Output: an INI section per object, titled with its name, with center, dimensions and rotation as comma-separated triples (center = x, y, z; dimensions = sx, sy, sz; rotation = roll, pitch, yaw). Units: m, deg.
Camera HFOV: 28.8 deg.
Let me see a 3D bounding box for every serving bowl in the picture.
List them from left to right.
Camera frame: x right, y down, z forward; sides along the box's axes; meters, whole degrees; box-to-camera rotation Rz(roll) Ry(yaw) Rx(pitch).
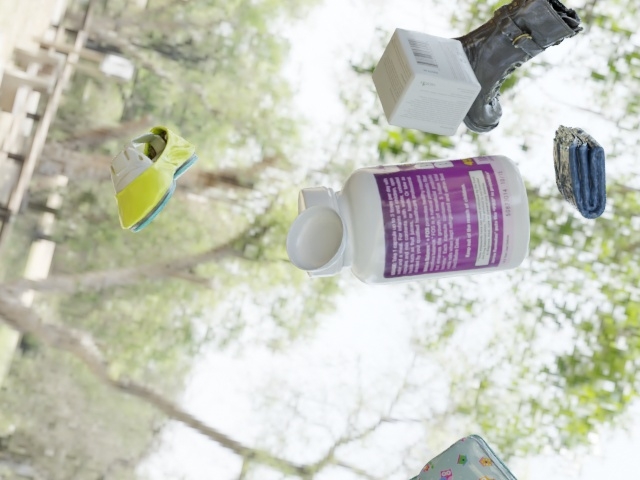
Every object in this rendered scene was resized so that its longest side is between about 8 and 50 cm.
[serving bowl]
center = 0.000, 0.000, 1.499
dimensions = 0.083, 0.027, 0.083
rotation = -13, -114, 31

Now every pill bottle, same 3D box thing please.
[pill bottle]
center = 0.125, -0.026, 1.738
dimensions = 0.169, 0.301, 0.169
rotation = 174, -90, -82

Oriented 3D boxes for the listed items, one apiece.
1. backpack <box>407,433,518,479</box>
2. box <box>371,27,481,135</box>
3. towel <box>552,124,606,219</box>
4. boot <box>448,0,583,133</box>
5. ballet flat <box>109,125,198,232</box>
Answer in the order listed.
[backpack]
center = 0.201, 0.390, 1.806
dimensions = 0.166, 0.188, 0.144
rotation = 50, -6, 31
[box]
center = 0.134, -0.203, 1.601
dimensions = 0.101, 0.102, 0.087
rotation = -106, -146, -42
[towel]
center = 0.216, -0.059, 1.053
dimensions = 0.119, 0.029, 0.067
rotation = -83, 168, -78
[boot]
center = 0.292, -0.273, 1.881
dimensions = 0.229, 0.263, 0.091
rotation = -28, -118, 20
[ballet flat]
center = -0.204, -0.079, 1.453
dimensions = 0.077, 0.077, 0.231
rotation = -37, -168, 20
